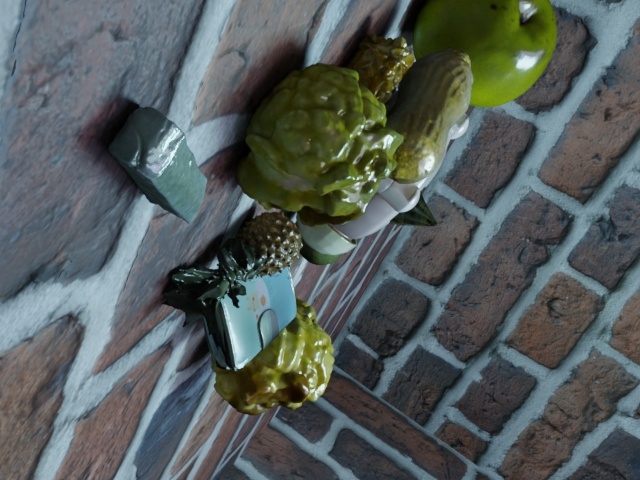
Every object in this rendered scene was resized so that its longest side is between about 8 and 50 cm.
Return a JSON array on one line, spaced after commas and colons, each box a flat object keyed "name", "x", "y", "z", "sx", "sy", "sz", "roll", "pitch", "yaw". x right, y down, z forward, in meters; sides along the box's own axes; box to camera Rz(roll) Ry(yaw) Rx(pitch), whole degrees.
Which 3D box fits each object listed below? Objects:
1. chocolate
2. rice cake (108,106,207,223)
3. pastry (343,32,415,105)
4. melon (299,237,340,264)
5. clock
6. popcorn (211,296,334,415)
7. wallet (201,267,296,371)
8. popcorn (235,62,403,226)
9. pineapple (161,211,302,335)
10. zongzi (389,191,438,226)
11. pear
[{"name": "chocolate", "x": 0.183, "y": -0.226, "z": 1.378, "sx": 0.309, "sy": 0.134, "sz": 0.134, "roll": -60, "pitch": 173, "yaw": -29}, {"name": "rice cake", "x": -0.172, "y": -0.081, "z": 0.855, "sx": 0.069, "sy": 0.063, "sz": 0.206, "roll": -60, "pitch": 172, "yaw": -9}, {"name": "pastry", "x": 0.062, "y": -0.238, "z": 1.334, "sx": 0.250, "sy": 0.102, "sz": 0.154, "roll": -57, "pitch": -178, "yaw": -8}, {"name": "melon", "x": 0.000, "y": 0.000, "z": 1.782, "sx": 0.114, "sy": 0.114, "sz": 0.167, "roll": -54, "pitch": 169, "yaw": -11}, {"name": "clock", "x": 0.110, "y": -0.140, "z": 1.571, "sx": 0.342, "sy": 0.184, "sz": 0.326, "roll": -47, "pitch": -178, "yaw": -33}, {"name": "popcorn", "x": -0.096, "y": 0.239, "z": 1.709, "sx": 0.332, "sy": 0.265, "sz": 0.225, "roll": -74, "pitch": -175, "yaw": -57}, {"name": "wallet", "x": -0.134, "y": 0.123, "z": 1.490, "sx": 0.250, "sy": 0.075, "sz": 0.176, "roll": -39, "pitch": 124, "yaw": -57}, {"name": "popcorn", "x": 0.001, "y": -0.129, "z": 1.138, "sx": 0.259, "sy": 0.212, "sz": 0.259, "roll": -54, "pitch": 163, "yaw": -25}, {"name": "pineapple", "x": -0.136, "y": 0.044, "z": 1.290, "sx": 0.130, "sy": 0.119, "sz": 0.277, "roll": -40, "pitch": -178, "yaw": 42}, {"name": "zongzi", "x": 0.218, "y": -0.142, "z": 1.892, "sx": 0.286, "sy": 0.300, "sz": 0.138, "roll": -52, "pitch": 133, "yaw": -25}, {"name": "pear", "x": 0.326, "y": -0.409, "z": 1.575, "sx": 0.294, "sy": 0.294, "sz": 0.294, "roll": -53, "pitch": 170, "yaw": -14}]
